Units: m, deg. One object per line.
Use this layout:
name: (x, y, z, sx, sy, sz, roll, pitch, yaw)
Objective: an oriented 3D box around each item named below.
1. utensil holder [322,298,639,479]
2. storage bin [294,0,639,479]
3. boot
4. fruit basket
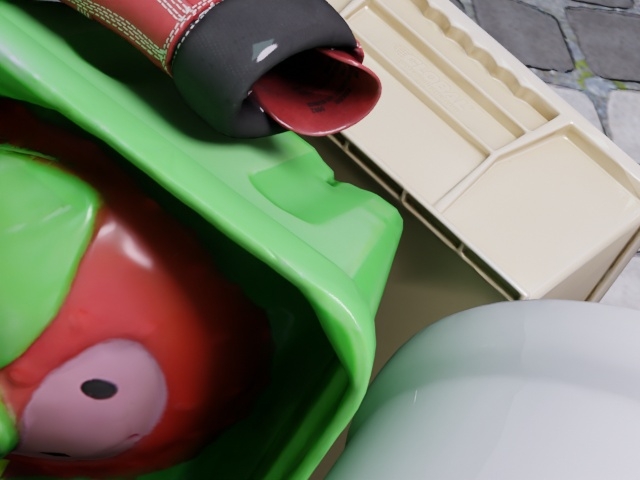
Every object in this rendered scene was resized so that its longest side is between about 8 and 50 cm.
utensil holder: (0.067, 0.270, 0.690, 0.327, 0.328, 0.385, 34, 58, 5)
storage bin: (0.000, 0.000, 0.984, 0.260, 0.262, 0.123, 43, 48, 15)
boot: (-0.035, -0.115, 0.802, 0.176, 0.088, 0.244, 37, 24, 6)
fruit basket: (-0.177, 0.092, 0.733, 0.283, 0.392, 0.392, 37, 44, 8)
